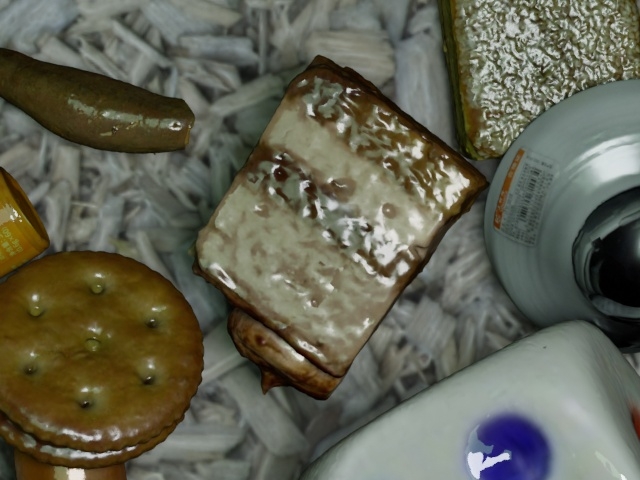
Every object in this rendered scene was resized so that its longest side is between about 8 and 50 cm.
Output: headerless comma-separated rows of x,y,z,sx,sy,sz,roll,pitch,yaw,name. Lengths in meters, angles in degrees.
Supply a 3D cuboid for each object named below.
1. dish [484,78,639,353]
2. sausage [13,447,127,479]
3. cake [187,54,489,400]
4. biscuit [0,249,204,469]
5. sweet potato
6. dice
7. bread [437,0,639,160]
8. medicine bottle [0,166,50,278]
0.293,0.004,1.759,0.273,0.134,0.273,-2,118,-5,dish
-0.228,0.286,1.837,0.105,0.105,0.274,-7,91,1,sausage
0.000,0.000,1.791,0.198,0.196,0.293,35,96,2,cake
-0.217,0.109,1.807,0.220,0.066,0.220,7,55,-10,biscuit
-0.236,-0.128,1.851,0.243,0.077,0.077,15,91,7,sweet potato
0.175,0.267,1.706,0.304,0.277,0.304,-32,79,15,dice
0.205,-0.198,1.824,0.184,0.110,0.234,-7,92,-2,bread
-0.360,0.016,1.839,0.192,0.096,0.096,-31,90,1,medicine bottle
